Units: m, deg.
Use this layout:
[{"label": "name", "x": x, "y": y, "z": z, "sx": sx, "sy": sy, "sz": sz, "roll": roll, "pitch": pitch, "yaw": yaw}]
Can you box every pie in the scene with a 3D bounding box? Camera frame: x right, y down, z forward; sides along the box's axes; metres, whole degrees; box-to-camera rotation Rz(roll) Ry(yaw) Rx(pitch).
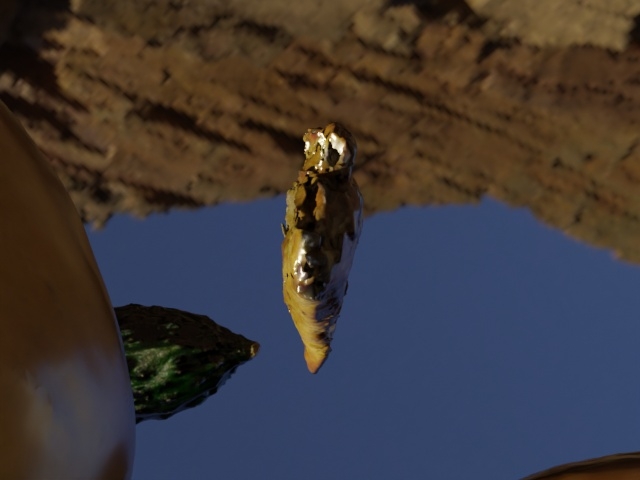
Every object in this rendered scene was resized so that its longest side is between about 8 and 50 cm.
[{"label": "pie", "x": 0.000, "y": 0.000, "z": 0.723, "sx": 0.034, "sy": 0.170, "sz": 0.092, "roll": 3, "pitch": -101, "yaw": 0}]

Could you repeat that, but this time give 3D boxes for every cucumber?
[{"label": "cucumber", "x": -0.177, "y": 0.075, "z": 0.871, "sx": 0.300, "sy": 0.072, "sz": 0.072, "roll": -7, "pitch": -112, "yaw": 1}]

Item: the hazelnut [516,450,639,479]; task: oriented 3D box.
[{"label": "hazelnut", "x": 0.170, "y": 0.318, "z": 0.776, "sx": 0.402, "sy": 0.402, "sz": 0.429, "roll": -25, "pitch": -54, "yaw": -38}]

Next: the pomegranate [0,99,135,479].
[{"label": "pomegranate", "x": -0.165, "y": 0.048, "z": 0.460, "sx": 0.248, "sy": 0.248, "sz": 0.248, "roll": 14, "pitch": -119, "yaw": -26}]
